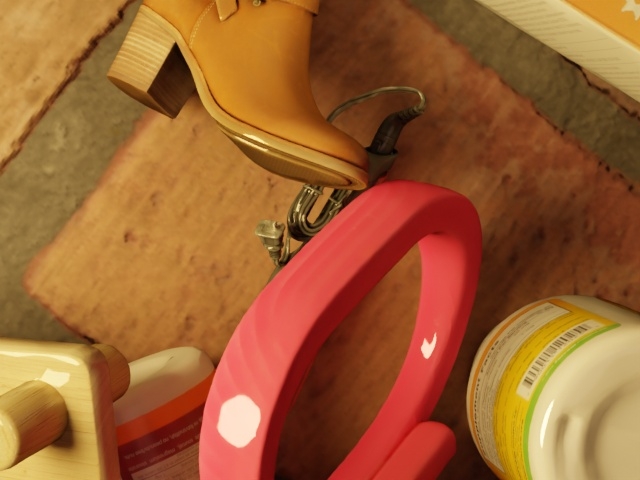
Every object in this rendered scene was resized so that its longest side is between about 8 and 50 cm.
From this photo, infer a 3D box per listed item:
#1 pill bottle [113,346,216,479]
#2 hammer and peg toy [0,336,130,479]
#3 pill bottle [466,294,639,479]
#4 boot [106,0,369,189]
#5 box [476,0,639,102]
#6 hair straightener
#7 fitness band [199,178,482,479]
[{"bbox_3d":[-0.084,0.188,1.227,0.121,0.121,0.221,-24,98,-6],"label":"pill bottle"},{"bbox_3d":[-0.271,0.179,1.170,0.361,0.127,0.266,2,105,26],"label":"hammer and peg toy"},{"bbox_3d":[0.166,0.105,1.195,0.136,0.245,0.136,-1,95,-8],"label":"pill bottle"},{"bbox_3d":[-0.024,-0.128,1.205,0.197,0.073,0.152,29,82,21],"label":"boot"},{"bbox_3d":[0.153,-0.251,1.206,0.345,0.168,0.215,30,90,-9],"label":"box"},{"bbox_3d":[0.000,0.000,1.242,0.047,0.089,0.230,30,90,30],"label":"hair straightener"},{"bbox_3d":[0.020,0.086,1.175,0.054,0.291,0.209,13,128,28],"label":"fitness band"}]
